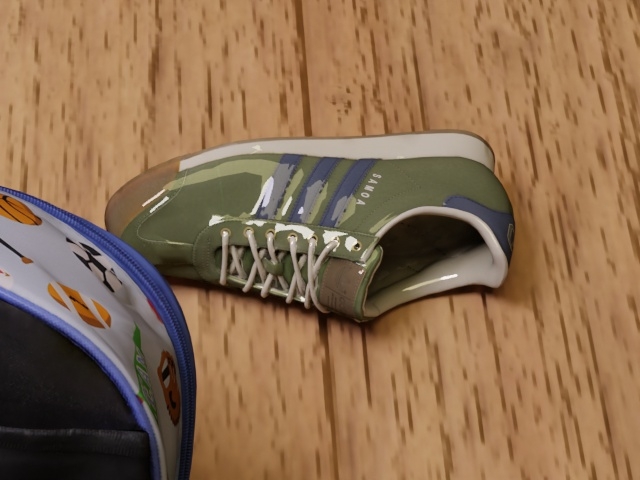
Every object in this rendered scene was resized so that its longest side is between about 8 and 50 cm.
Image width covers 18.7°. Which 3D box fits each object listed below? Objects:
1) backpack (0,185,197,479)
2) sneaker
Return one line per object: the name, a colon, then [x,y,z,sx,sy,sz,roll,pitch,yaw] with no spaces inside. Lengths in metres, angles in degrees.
backpack: [-0.180,0.082,0.723,0.263,0.276,0.213,19,23,4]
sneaker: [0.000,0.000,0.904,0.192,0.064,0.086,-8,44,-10]
